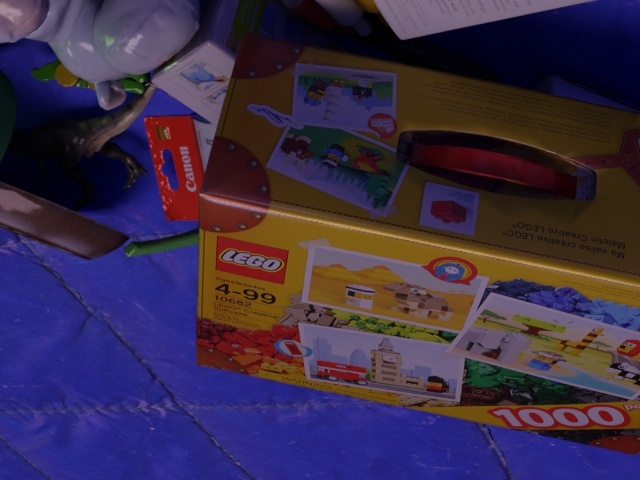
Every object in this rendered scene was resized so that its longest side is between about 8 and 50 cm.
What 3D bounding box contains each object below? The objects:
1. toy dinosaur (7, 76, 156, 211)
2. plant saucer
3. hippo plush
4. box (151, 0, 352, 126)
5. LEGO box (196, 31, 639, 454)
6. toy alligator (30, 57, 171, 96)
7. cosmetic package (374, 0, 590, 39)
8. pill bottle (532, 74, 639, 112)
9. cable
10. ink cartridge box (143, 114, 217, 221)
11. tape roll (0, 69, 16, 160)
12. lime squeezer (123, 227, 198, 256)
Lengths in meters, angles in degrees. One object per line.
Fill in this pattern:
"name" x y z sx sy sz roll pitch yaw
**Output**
"toy dinosaur" -0.282 -0.108 1.522 0.268 0.064 0.118 -13 116 32
"plant saucer" -0.391 -0.040 1.558 0.310 0.050 0.310 21 174 2
"hippo plush" -0.255 -0.215 1.196 0.294 0.234 0.236 -12 142 40
"box" -0.057 -0.173 1.311 0.203 0.114 0.103 34 142 -30
"LEGO box" 0.139 0.021 1.260 0.499 0.193 0.372 11 150 1
"toy alligator" -0.232 -0.195 1.402 0.189 0.056 0.051 8 106 7
"cosmetic package" 0.164 -0.263 1.101 0.231 0.117 0.085 -9 142 29
"pill bottle" 0.301 -0.094 1.311 0.180 0.108 0.108 19 146 -9
"cable" 0.063 -0.199 1.271 0.139 0.072 0.287 -12 140 41
"ink cartridge box" -0.125 -0.078 1.488 0.179 0.045 0.146 0 117 19
"tape roll" -0.488 -0.096 1.387 0.321 0.321 0.077 -9 141 30
"lime squeezer" -0.111 0.019 1.627 0.059 0.110 0.310 37 -173 35
